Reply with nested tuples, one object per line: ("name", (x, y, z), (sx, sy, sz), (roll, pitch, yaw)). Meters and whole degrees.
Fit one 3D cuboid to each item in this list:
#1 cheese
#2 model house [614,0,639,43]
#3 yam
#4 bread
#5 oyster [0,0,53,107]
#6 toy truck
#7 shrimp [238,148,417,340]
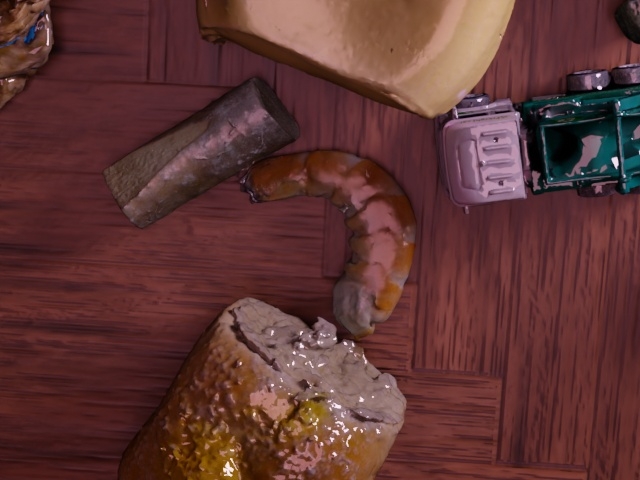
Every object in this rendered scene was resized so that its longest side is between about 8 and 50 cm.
("cheese", (0.053, -0.271, 1.110), (0.260, 0.128, 0.315), (24, 94, 2))
("model house", (0.281, -0.206, 1.133), (0.083, 0.079, 0.066), (-38, 94, 11))
("yam", (-0.106, -0.076, 1.189), (0.169, 0.068, 0.068), (-30, 98, 7))
("bread", (-0.052, 0.177, 1.174), (0.196, 0.176, 0.246), (32, 104, 0))
("oyster", (-0.339, -0.178, 1.179), (0.214, 0.083, 0.222), (15, 108, 3))
("toy truck", (0.205, -0.081, 1.142), (0.216, 0.116, 0.110), (-6, 101, 5))
("shrimp", (0.000, 0.000, 1.207), (0.166, 0.049, 0.161), (14, 99, 2))
